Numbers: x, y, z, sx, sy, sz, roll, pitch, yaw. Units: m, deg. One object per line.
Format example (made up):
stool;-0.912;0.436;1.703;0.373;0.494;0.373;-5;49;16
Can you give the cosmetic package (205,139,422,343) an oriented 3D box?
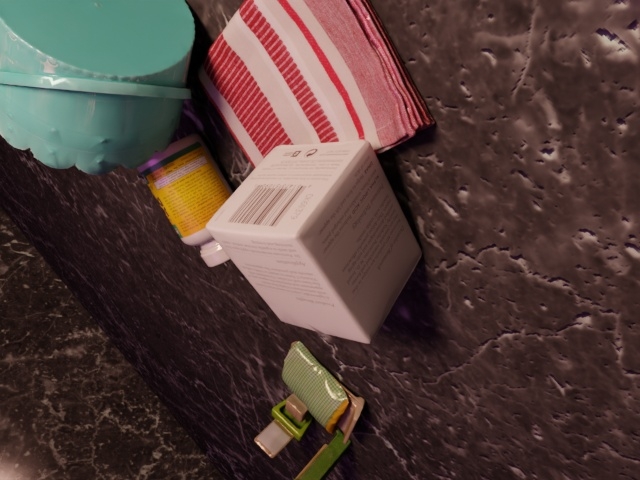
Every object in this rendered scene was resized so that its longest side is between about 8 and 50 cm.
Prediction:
cosmetic package;0.000;0.000;0.614;0.151;0.151;0.183;7;141;42

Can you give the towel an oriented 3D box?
towel;-0.037;-0.182;0.636;0.329;0.037;0.237;-19;105;55

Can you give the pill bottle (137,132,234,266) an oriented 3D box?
pill bottle;-0.206;-0.065;0.872;0.118;0.118;0.208;-9;115;53

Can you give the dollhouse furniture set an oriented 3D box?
dollhouse furniture set;-0.044;0.383;1.065;0.198;0.151;0.301;37;144;21

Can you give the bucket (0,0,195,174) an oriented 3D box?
bucket;-0.309;-0.247;0.699;0.281;0.281;0.183;48;141;6
